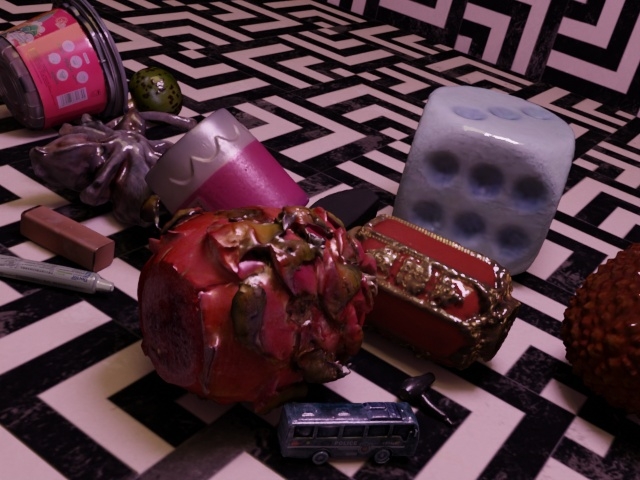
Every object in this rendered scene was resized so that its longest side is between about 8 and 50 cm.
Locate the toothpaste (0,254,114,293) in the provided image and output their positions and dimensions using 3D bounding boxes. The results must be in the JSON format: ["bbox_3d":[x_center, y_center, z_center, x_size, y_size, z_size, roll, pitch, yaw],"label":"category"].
[{"bbox_3d":[-0.383,0.046,1.094,0.197,0.029,0.048,11,26,1],"label":"toothpaste"}]

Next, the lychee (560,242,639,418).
[{"bbox_3d":[0.489,0.122,1.090,0.304,0.275,0.275,-13,29,6],"label":"lychee"}]

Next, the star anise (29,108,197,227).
[{"bbox_3d":[-0.318,-0.120,1.331,0.359,0.139,0.316,0,47,-40],"label":"star anise"}]

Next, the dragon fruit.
[{"bbox_3d":[-0.071,0.066,0.976,0.291,0.250,0.269,-18,22,-40],"label":"dragon fruit"}]

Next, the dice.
[{"bbox_3d":[0.287,-0.110,1.418,0.268,0.264,0.262,19,29,8],"label":"dice"}]

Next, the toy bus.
[{"bbox_3d":[0.034,0.221,0.919,0.166,0.065,0.047,3,29,-17],"label":"toy bus"}]

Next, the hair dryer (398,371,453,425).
[{"bbox_3d":[0.148,0.211,1.039,0.083,0.031,0.079,45,30,23],"label":"hair dryer"}]

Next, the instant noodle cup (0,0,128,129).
[{"bbox_3d":[-0.510,-0.321,1.497,0.181,0.258,0.302,-31,92,-30],"label":"instant noodle cup"}]

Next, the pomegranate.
[{"bbox_3d":[-0.360,-0.293,1.638,0.161,0.122,0.122,-28,43,-14],"label":"pomegranate"}]

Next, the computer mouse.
[{"bbox_3d":[0.000,0.000,1.227,0.086,0.137,0.270,29,33,15],"label":"computer mouse"}]

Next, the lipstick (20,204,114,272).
[{"bbox_3d":[-0.376,-0.005,1.168,0.145,0.045,0.045,24,28,19],"label":"lipstick"}]

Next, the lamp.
[{"bbox_3d":[0.144,0.073,1.137,0.274,0.177,0.177,24,30,22],"label":"lamp"}]

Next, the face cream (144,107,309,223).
[{"bbox_3d":[-0.141,-0.074,1.191,0.195,0.175,0.175,47,31,-4],"label":"face cream"}]
